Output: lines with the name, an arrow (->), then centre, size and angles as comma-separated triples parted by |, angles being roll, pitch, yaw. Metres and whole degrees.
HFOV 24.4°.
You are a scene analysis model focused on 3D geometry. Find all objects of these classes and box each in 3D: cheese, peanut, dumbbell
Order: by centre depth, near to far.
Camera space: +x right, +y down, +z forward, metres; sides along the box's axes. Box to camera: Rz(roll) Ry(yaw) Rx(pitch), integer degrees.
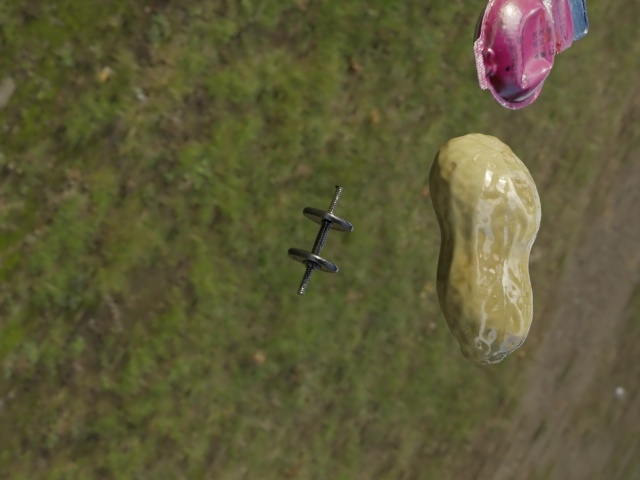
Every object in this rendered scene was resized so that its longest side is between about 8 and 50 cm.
peanut -> 0.184, 0.006, 1.624 | 0.123, 0.123, 0.257 | 18, 67, -69
cheese -> 0.248, -0.243, 1.745 | 0.244, 0.062, 0.155 | -34, 121, -42
dumbbell -> 0.000, 0.000, 1.864 | 0.069, 0.069, 0.147 | 43, 67, -69
